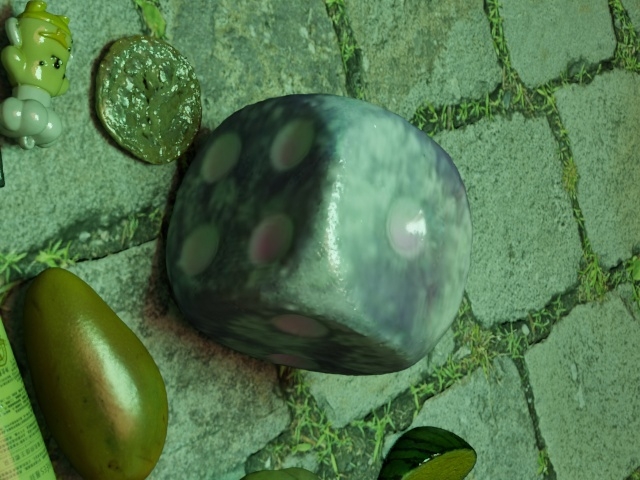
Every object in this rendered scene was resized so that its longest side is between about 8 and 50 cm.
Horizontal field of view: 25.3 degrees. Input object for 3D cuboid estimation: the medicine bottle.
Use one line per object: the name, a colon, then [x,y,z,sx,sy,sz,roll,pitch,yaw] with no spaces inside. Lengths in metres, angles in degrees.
medicine bottle: [-0.342,0.191,1.416,0.124,0.124,0.239,-25,103,-45]

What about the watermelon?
watermelon: [0.162,0.304,1.961,0.181,0.075,0.092,3,86,-47]

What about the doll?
doll: [-0.307,-0.175,1.538,0.106,0.062,0.162,28,64,-55]

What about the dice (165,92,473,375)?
dice: [0.000,0.000,1.689,0.270,0.271,0.270,30,64,-41]

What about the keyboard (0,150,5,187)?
keyboard: [-0.367,-0.130,1.510,0.053,0.010,0.155,-12,93,-48]

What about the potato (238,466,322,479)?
potato: [-0.067,0.406,1.665,0.191,0.141,0.296,40,56,-55]

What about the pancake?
pancake: [-0.203,-0.166,1.676,0.158,0.028,0.158,4,84,-44]

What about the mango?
mango: [-0.243,0.146,1.534,0.138,0.113,0.253,-27,97,-41]
